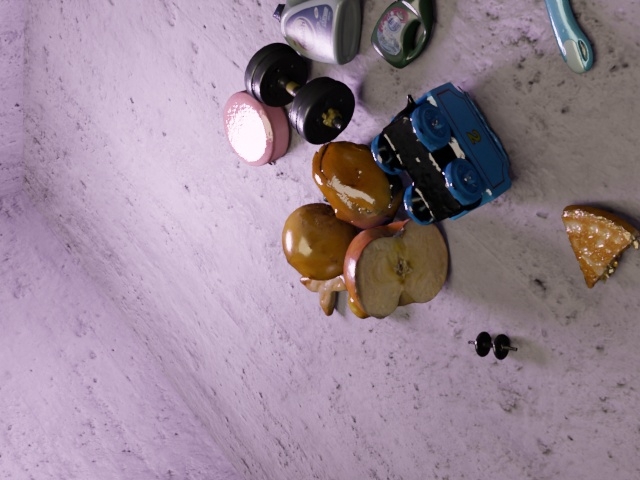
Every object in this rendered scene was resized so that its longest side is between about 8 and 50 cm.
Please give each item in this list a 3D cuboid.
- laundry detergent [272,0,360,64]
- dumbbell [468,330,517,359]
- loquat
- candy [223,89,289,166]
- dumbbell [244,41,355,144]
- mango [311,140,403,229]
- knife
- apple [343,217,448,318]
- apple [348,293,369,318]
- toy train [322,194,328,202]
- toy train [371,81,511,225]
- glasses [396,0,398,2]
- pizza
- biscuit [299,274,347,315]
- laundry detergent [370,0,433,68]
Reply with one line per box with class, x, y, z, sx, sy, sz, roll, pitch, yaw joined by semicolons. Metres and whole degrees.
laundry detergent;-0.024;-0.598;1.835;0.280;0.105;0.215;34;140;34
dumbbell;0.453;0.277;1.816;0.147;0.069;0.069;3;112;48
loquat;0.000;0.000;2.038;0.235;0.235;0.235;25;128;38
candy;-0.203;-0.350;2.179;0.255;0.094;0.255;24;127;37
dumbbell;-0.059;-0.406;1.895;0.388;0.185;0.185;44;137;32
mango;0.100;-0.155;1.889;0.287;0.201;0.152;51;-178;16
knife;0.500;-0.445;1.399;0.064;0.031;0.222;-17;94;55
apple;0.179;0.061;1.854;0.163;0.293;0.251;21;124;60
apple;0.138;0.182;2.092;0.102;0.099;0.114;61;144;7
toy train;0.035;-0.167;2.039;0.044;0.064;0.103;25;128;39
toy train;0.280;-0.200;1.590;0.188;0.265;0.300;-31;90;47
glasses;0.219;-0.659;1.564;0.255;0.095;0.162;-30;57;50
pizza;0.611;0.017;1.510;0.188;0.062;0.199;36;141;47
biscuit;0.027;0.135;2.228;0.164;0.047;0.208;53;140;14
laundry detergent;0.214;-0.521;1.651;0.137;0.063;0.211;53;138;12
